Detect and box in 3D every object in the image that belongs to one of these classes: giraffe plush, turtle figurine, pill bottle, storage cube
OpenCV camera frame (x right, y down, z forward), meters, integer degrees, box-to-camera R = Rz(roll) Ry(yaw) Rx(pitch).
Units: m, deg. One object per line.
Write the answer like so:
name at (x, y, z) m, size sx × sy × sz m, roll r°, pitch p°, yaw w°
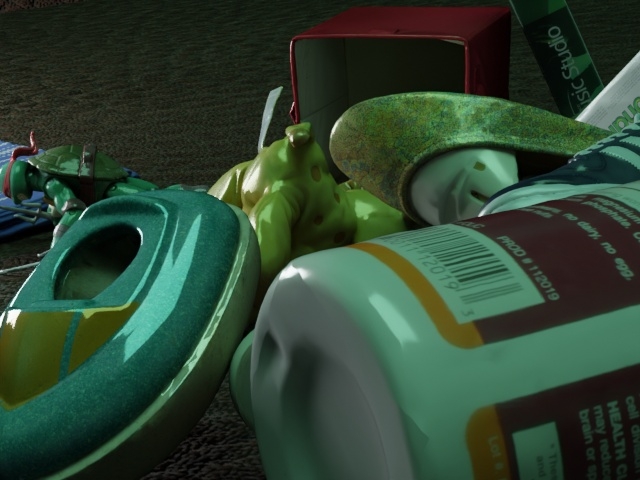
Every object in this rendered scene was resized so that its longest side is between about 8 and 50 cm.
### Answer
giraffe plush at (0.000, 0.000, 1.491) m, size 0.170 × 0.210 × 0.181 m, roll 25°, pitch -6°, yaw -22°
turtle figurine at (-0.226, -0.034, 1.703) m, size 0.234 × 0.118 × 0.175 m, roll 5°, pitch 24°, yaw 0°
pill bottle at (0.177, 0.079, 1.036) m, size 0.392 × 0.224 × 0.224 m, roll -12°, pitch 19°, yaw -25°
storage cube at (0.091, -0.145, 1.866) m, size 0.215 × 0.183 × 0.193 m, roll 2°, pitch 17°, yaw 20°

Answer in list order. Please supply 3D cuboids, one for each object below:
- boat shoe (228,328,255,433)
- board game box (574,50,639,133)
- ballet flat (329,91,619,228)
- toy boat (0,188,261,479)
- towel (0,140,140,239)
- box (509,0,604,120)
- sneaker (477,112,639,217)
boat shoe at (0.095, 0.085, 1.249) m, size 0.341 × 0.127 × 0.158 m, roll 1°, pitch 9°, yaw -12°
board game box at (0.292, -0.108, 1.590) m, size 0.193 × 0.305 × 0.053 m, roll -22°, pitch 70°, yaw -45°
ballet flat at (0.176, -0.032, 1.327) m, size 0.349 × 0.123 × 0.123 m, roll 10°, pitch 17°, yaw 0°
toy boat at (-0.207, 0.065, 1.225) m, size 0.318 × 0.148 × 0.267 m, roll -6°, pitch 43°, yaw 32°
towel at (-0.383, -0.052, 1.938) m, size 0.243 × 0.040 × 0.336 m, roll -20°, pitch 22°, yaw -37°
box at (0.244, -0.233, 1.906) m, size 0.058 × 0.322 × 0.232 m, roll -26°, pitch 14°, yaw 10°
sneaker at (0.216, -0.055, 1.220) m, size 0.282 × 0.099 × 0.153 m, roll -4°, pitch 56°, yaw -23°
